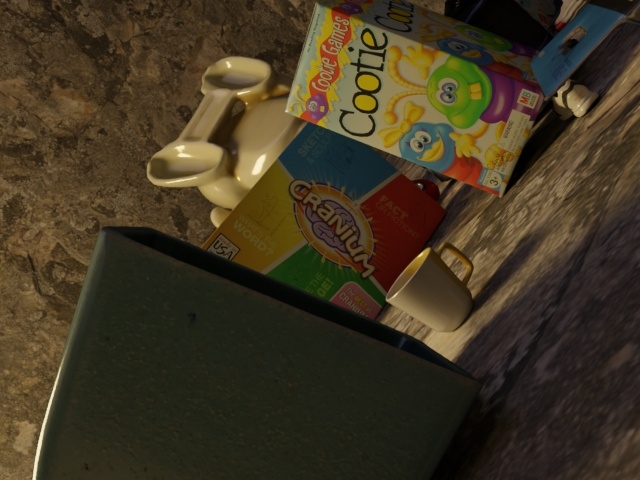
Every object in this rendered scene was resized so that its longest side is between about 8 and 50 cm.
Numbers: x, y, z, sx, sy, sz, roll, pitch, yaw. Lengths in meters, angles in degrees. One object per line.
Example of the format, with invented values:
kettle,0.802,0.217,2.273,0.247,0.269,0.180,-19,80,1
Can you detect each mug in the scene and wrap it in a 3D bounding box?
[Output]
mug,0.108,0.044,0.869,0.078,0.064,0.062,-50,3,4

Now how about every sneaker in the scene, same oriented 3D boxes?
sneaker,0.275,-0.161,1.072,0.040,0.044,0.109,-53,1,2

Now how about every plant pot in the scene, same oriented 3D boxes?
plant pot,-0.070,0.151,0.683,0.247,0.248,0.252,-160,93,-86

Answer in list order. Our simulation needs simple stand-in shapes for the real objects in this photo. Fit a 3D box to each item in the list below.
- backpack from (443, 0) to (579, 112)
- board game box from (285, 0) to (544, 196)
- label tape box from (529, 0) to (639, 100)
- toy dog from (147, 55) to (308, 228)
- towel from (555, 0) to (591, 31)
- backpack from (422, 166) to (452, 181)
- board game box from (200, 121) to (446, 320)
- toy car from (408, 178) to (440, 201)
backpack,0.230,-0.257,1.327,0.276,0.213,0.263,-44,15,37
board game box,0.121,-0.187,1.151,0.144,0.275,0.142,-57,-13,-59
label tape box,0.302,-0.212,0.679,0.333,0.106,0.240,-51,2,19
toy dog,-0.031,-0.102,1.725,0.395,0.408,0.284,-1,56,32
towel,0.384,-0.440,1.667,0.329,0.037,0.237,-51,39,8
backpack,0.212,-0.157,1.578,0.114,0.084,0.105,-54,1,-4
board game box,0.000,0.000,1.321,0.316,0.242,0.064,-53,5,-32
toy car,0.046,-0.042,1.537,0.225,0.053,0.239,16,-52,-45
